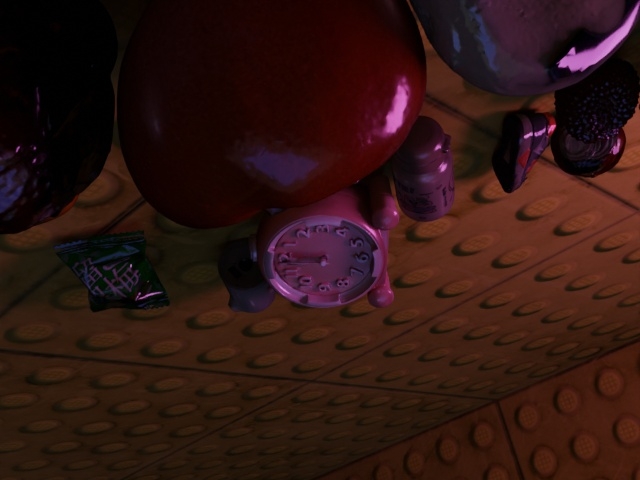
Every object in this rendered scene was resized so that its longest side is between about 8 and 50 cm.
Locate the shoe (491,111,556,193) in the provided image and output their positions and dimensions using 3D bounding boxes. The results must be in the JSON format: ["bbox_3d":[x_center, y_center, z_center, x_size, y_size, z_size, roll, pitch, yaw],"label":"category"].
[{"bbox_3d":[0.338,-0.143,1.392,0.077,0.074,0.194,-18,152,-6],"label":"shoe"}]

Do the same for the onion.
[{"bbox_3d":[0.436,-0.158,1.379,0.117,0.118,0.118,10,158,14],"label":"onion"}]

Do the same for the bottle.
[{"bbox_3d":[0.153,-0.116,1.323,0.110,0.097,0.209,9,157,15],"label":"bottle"}]

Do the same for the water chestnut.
[{"bbox_3d":[-0.336,-0.144,0.836,0.244,0.289,0.289,14,156,11],"label":"water chestnut"}]

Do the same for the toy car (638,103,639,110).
[{"bbox_3d":[0.589,-0.276,1.143,0.242,0.226,0.336,-10,128,-9],"label":"toy car"}]

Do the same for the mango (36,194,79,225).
[{"bbox_3d":[-0.446,-0.075,1.049,0.289,0.129,0.146,-5,163,-10],"label":"mango"}]

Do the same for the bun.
[{"bbox_3d":[0.192,-0.295,0.867,0.293,0.293,0.187,1,-173,-29],"label":"bun"}]

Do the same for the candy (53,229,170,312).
[{"bbox_3d":[-0.348,0.052,1.419,0.141,0.078,0.203,-21,144,-11],"label":"candy"}]

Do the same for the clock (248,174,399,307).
[{"bbox_3d":[0.000,0.000,1.416,0.241,0.142,0.227,-4,128,-3],"label":"clock"}]

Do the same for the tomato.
[{"bbox_3d":[-0.062,-0.174,0.894,0.341,0.272,0.341,-20,-162,7],"label":"tomato"}]

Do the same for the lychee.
[{"bbox_3d":[0.405,-0.208,1.242,0.123,0.123,0.129,-6,117,-18],"label":"lychee"}]

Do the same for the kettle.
[{"bbox_3d":[-0.124,0.059,1.547,0.098,0.127,0.148,16,158,10],"label":"kettle"}]
